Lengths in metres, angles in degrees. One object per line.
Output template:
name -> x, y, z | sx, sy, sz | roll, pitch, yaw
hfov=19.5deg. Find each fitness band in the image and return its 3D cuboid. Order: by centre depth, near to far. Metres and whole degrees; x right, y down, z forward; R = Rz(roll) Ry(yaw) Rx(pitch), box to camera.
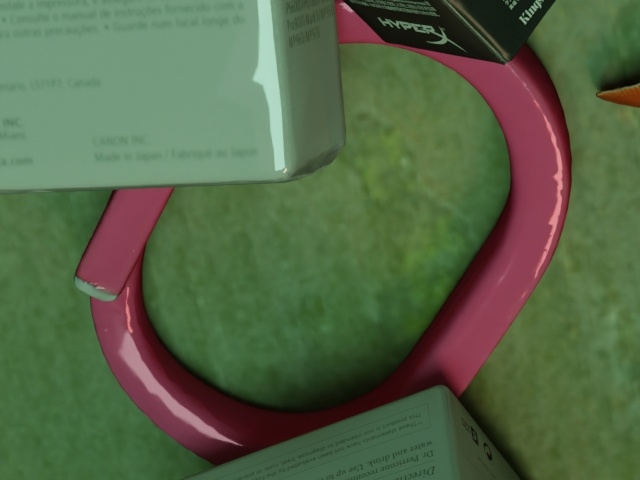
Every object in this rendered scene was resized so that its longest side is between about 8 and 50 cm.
fitness band -> 0.000, 0.000, 0.938 | 0.209, 0.054, 0.291 | 28, 118, -7

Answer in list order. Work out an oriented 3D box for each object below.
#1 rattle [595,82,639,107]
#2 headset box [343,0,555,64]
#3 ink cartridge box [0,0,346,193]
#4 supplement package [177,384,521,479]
rattle -> 0.215, -0.093, 0.818 | 0.199, 0.143, 0.130 | -36, 125, 16
headset box -> 0.015, -0.243, 0.697 | 0.293, 0.110, 0.218 | 40, 82, -27
ink cartridge box -> -0.160, -0.213, 0.832 | 0.308, 0.091, 0.385 | -1, 101, 18
supplement package -> 0.034, 0.255, 0.903 | 0.177, 0.293, 0.175 | -21, 135, 17
